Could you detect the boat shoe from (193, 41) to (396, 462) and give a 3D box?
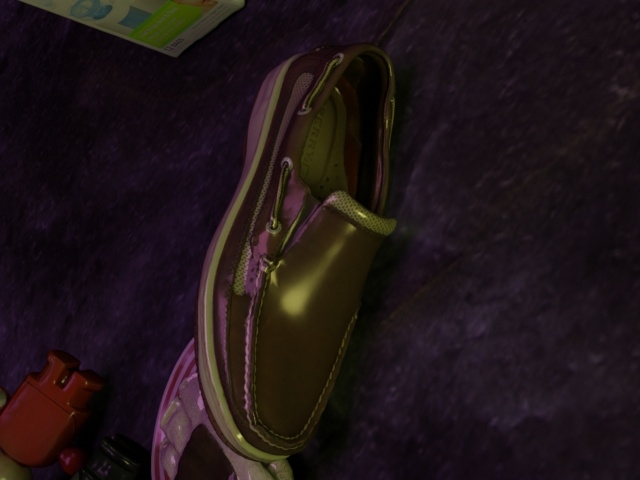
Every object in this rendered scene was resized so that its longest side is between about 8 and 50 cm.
[{"bbox_3d":[-0.006,-0.003,0.880,0.095,0.095,0.257,-19,58,48],"label":"boat shoe"}]

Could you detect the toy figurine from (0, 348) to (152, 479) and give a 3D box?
[{"bbox_3d":[-0.246,0.152,1.080,0.148,0.213,0.209,-56,36,5],"label":"toy figurine"}]

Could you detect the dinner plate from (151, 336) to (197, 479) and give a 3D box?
[{"bbox_3d":[-0.071,0.120,0.997,0.141,0.017,0.141,-34,48,48],"label":"dinner plate"}]

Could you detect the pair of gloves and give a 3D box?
[{"bbox_3d":[-0.084,0.224,0.917,0.240,0.042,0.204,-60,38,24],"label":"pair of gloves"}]

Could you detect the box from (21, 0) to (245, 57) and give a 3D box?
[{"bbox_3d":[-0.167,-0.235,1.162,0.114,0.203,0.103,-26,53,52],"label":"box"}]
